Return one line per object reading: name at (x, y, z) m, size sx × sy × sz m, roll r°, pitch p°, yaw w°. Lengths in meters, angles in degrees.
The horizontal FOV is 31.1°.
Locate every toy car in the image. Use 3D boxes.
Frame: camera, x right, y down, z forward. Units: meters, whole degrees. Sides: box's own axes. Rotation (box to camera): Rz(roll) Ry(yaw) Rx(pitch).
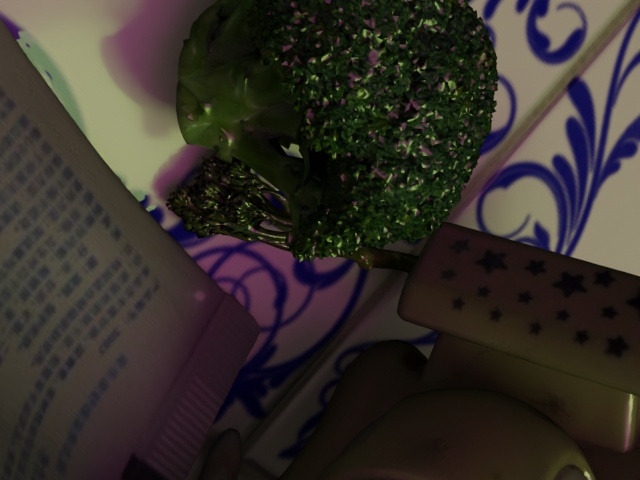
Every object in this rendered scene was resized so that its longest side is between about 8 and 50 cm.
toy car at (0.063, 0.168, 0.575) m, size 0.336 × 0.242 × 0.226 m, roll -41°, pitch 142°, yaw -51°

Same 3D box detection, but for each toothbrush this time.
toothbrush at (-0.098, 0.257, 0.721) m, size 0.025 × 0.029 × 0.307 m, roll 16°, pitch 100°, yaw -9°

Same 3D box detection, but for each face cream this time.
face cream at (-0.173, -0.006, 0.490) m, size 0.420 × 0.137 × 0.235 m, roll 55°, pitch 43°, yaw -33°

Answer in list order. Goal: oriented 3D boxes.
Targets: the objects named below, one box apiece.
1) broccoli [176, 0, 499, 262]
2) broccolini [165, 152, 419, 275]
broccoli at (0.008, -0.086, 0.557) m, size 0.156 × 0.195 × 0.195 m, roll 1°, pitch 115°, yaw 10°
broccolini at (0.003, 0.003, 0.656) m, size 0.194 × 0.052 × 0.054 m, roll 24°, pitch 101°, yaw -35°
